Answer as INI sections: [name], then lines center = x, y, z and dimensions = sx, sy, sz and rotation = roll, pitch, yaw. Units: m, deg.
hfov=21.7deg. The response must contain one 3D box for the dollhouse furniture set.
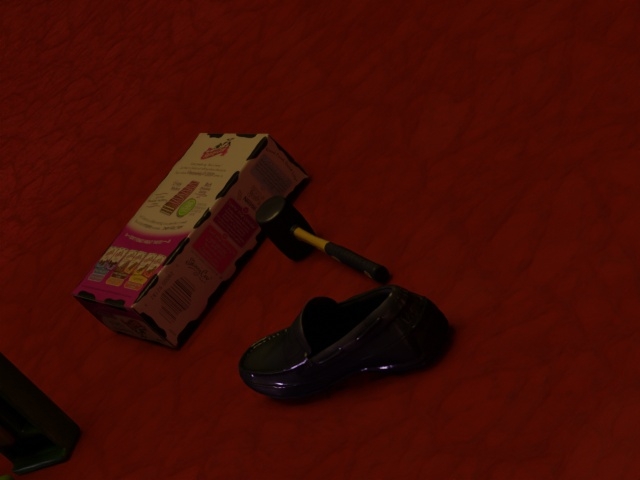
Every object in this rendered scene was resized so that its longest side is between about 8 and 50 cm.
[dollhouse furniture set]
center = -0.417, 0.248, 1.682
dimensions = 0.301, 0.151, 0.197
rotation = -21, 34, 40

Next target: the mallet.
[mallet]
center = 0.000, 0.000, 1.549
dimensions = 0.039, 0.062, 0.189
rotation = -48, 26, -11

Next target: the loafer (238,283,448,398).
[loafer]
center = 0.007, 0.079, 1.403
dimensions = 0.223, 0.078, 0.076
rotation = -17, 36, 43

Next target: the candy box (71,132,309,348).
[candy box]
center = -0.137, -0.005, 1.744
dimensions = 0.233, 0.071, 0.159
rotation = -53, 27, -16
